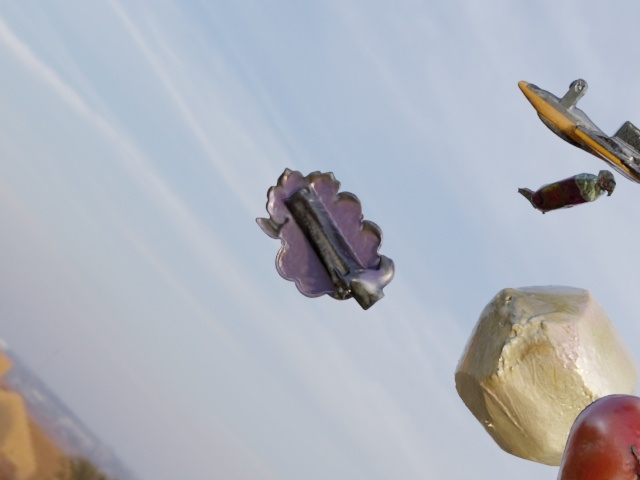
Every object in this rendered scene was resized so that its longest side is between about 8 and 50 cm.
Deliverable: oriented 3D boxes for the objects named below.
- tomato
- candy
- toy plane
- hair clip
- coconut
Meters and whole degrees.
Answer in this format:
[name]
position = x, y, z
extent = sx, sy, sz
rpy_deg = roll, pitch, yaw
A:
[tomato]
position = 0.286, 0.230, 1.063
extent = 0.187, 0.187, 0.151
rpy_deg = 52, 2, -23
[candy]
position = 0.317, -0.062, 1.523
extent = 0.175, 0.043, 0.045
rpy_deg = -17, -81, 58
[toy plane]
position = 0.414, -0.135, 1.648
extent = 0.316, 0.103, 0.204
rpy_deg = 46, 8, 3
[hair clip]
position = 0.000, -0.001, 1.312
extent = 0.195, 0.124, 0.052
rpy_deg = 54, 3, 24
[coconut]
position = 0.288, 0.165, 1.529
extent = 0.230, 0.227, 0.227
rpy_deg = 51, -16, -7
